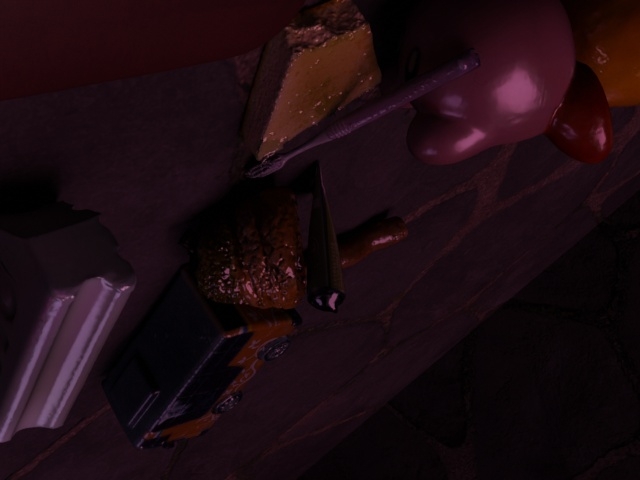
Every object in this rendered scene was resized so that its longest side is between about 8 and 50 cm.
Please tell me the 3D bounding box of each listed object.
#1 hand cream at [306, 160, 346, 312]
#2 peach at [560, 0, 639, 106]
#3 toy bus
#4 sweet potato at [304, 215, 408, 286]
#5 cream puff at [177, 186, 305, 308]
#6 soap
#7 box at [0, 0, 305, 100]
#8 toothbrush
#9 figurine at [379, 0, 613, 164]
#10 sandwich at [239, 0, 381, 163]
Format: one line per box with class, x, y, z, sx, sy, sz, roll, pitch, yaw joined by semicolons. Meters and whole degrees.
hand cream;0.000;0.000;1.016;0.055;0.235;0.086;0;148;-9
peach;0.463;-0.335;0.979;0.307;0.289;0.289;-10;168;26
toy bus;-0.204;0.191;1.143;0.194;0.162;0.323;1;135;-54
sweet potato;0.036;0.026;1.297;0.281;0.059;0.067;-24;174;-24
cream puff;-0.114;0.016;0.982;0.168;0.183;0.183;-6;150;-7
soap;-0.321;0.082;0.759;0.095;0.173;0.289;-9;145;-46
box;-0.161;-0.229;0.492;0.403;0.108;0.263;-20;151;-35
toothbrush;0.036;-0.145;0.846;0.354;0.024;0.029;-22;-172;36
figurine;0.220;-0.236;0.864;0.261;0.270;0.211;-7;136;-8
sandwich;-0.026;-0.196;0.811;0.193;0.058;0.162;-34;155;-2
